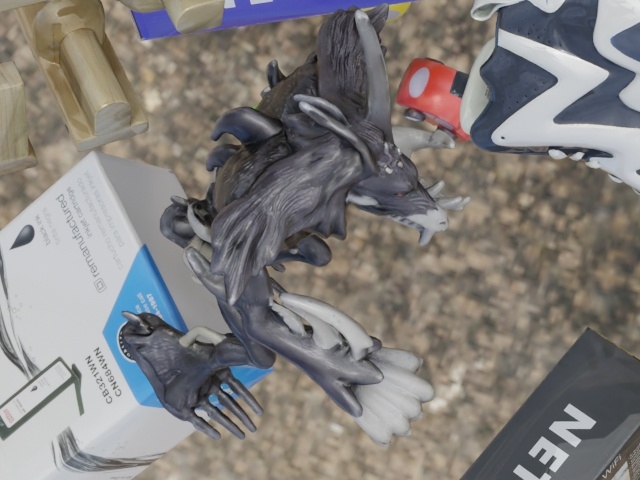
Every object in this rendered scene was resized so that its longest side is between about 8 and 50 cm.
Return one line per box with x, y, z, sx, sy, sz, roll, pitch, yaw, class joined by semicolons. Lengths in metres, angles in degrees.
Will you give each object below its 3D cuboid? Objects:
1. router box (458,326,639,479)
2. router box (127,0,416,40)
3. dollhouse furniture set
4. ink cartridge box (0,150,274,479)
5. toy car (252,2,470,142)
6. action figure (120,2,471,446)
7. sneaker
0.148;0.246;1.148;0.081;0.309;0.243;35;163;28;router box
0.016;-0.309;1.117;0.335;0.301;0.082;-7;148;5;router box
-0.120;-0.124;0.604;0.144;0.123;0.151;-18;152;-19;dollhouse furniture set
-0.150;0.068;0.905;0.203;0.086;0.148;-39;66;21;ink cartridge box
0.040;-0.153;1.404;0.053;0.225;0.239;12;134;62;toy car
0.000;0.000;0.697;0.141;0.164;0.275;26;154;-10;action figure
0.158;-0.072;0.884;0.153;0.094;0.235;1;149;28;sneaker
